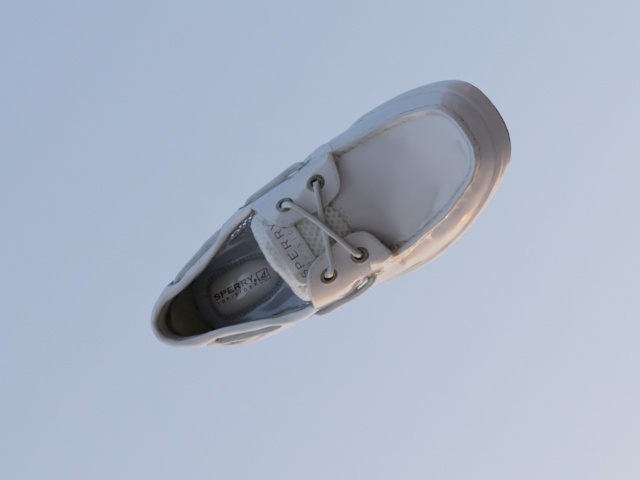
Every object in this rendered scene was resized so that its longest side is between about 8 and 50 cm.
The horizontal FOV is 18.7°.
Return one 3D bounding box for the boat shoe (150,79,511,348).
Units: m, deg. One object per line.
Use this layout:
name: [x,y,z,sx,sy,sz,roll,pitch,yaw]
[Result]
boat shoe: [0.000,0.000,1.201,0.098,0.277,0.096,56,-145,5]
